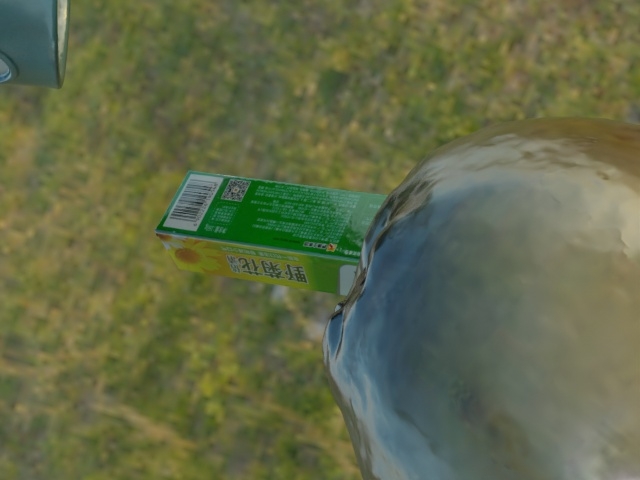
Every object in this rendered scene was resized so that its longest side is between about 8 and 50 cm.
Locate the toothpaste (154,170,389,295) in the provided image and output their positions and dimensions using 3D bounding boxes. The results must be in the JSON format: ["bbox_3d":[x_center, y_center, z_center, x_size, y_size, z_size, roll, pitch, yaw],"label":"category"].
[{"bbox_3d":[0.000,0.000,0.967,0.178,0.037,0.043,8,55,31],"label":"toothpaste"}]

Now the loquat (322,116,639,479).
[{"bbox_3d":[0.107,0.056,0.628,0.179,0.227,0.179,-40,-11,-9],"label":"loquat"}]

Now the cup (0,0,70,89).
[{"bbox_3d":[-0.207,-0.157,0.905,0.300,0.173,0.168,103,168,-67],"label":"cup"}]
